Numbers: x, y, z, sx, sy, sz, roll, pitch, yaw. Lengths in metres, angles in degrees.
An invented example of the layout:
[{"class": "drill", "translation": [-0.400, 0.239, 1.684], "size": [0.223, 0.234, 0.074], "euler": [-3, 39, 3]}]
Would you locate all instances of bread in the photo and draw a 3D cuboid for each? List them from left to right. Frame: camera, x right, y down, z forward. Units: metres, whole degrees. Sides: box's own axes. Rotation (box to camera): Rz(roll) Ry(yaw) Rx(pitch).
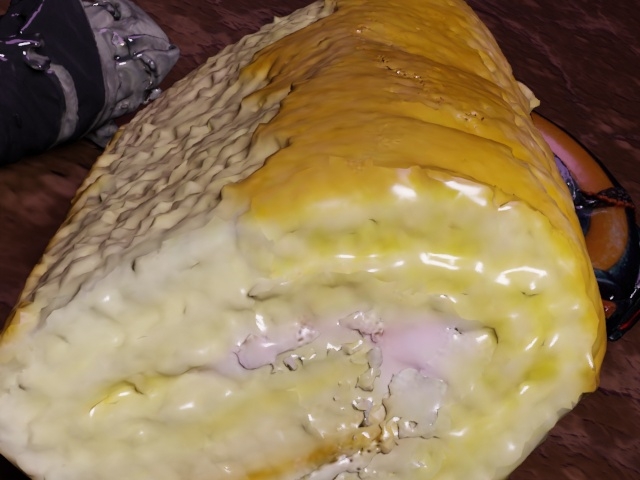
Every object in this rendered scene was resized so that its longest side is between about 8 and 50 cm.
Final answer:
[{"class": "bread", "translation": [0.000, 0.000, 0.775], "size": [0.165, 0.236, 0.375], "euler": [61, 8, -16]}]

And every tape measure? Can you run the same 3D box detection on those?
[{"class": "tape measure", "translation": [0.102, -0.005, 1.050], "size": [0.202, 0.135, 0.223], "euler": [47, 37, 20]}]

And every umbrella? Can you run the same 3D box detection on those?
[{"class": "umbrella", "translation": [-0.208, -0.077, 0.928], "size": [0.106, 0.113, 0.358], "euler": [53, 30, 3]}]
